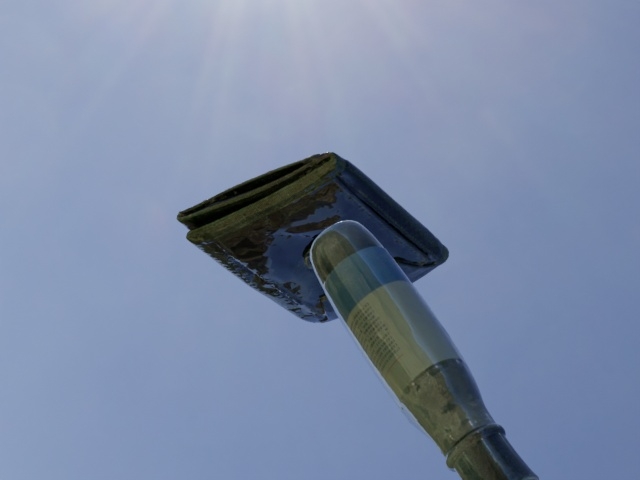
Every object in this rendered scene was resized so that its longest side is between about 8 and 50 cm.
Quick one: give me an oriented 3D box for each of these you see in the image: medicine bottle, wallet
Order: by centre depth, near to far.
[{"bbox_3d":[0.064,0.080,0.953,0.208,0.053,0.090,55,-2,30],"label":"medicine bottle"},{"bbox_3d":[0.001,0.002,1.348,0.160,0.236,0.055,-25,-120,19],"label":"wallet"}]
